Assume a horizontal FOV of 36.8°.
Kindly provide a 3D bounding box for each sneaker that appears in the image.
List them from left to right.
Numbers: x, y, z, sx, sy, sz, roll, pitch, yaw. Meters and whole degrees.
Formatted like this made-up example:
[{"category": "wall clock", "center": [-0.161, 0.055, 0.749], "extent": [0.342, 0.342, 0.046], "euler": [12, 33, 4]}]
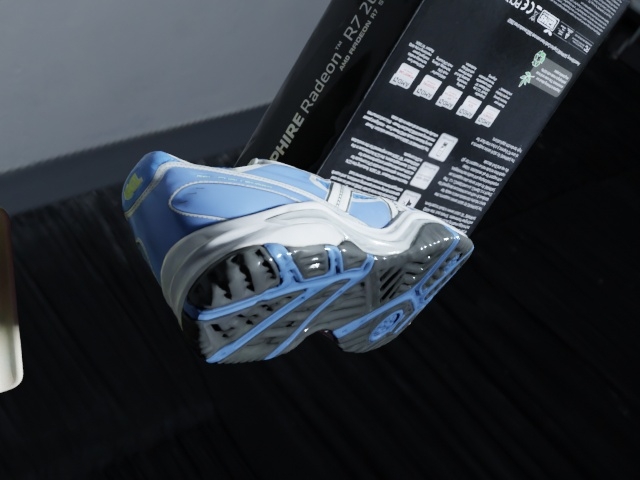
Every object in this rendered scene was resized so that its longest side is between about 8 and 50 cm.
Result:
[{"category": "sneaker", "center": [0.000, 0.000, 0.431], "extent": [0.080, 0.081, 0.211], "euler": [-51, 153, 16]}]

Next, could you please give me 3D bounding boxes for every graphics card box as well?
[{"category": "graphics card box", "center": [0.079, -0.105, 0.807], "extent": [0.232, 0.094, 0.371], "euler": [13, 116, -46]}]

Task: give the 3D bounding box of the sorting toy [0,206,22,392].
[{"category": "sorting toy", "center": [-0.341, 0.084, 0.803], "extent": [0.208, 0.038, 0.193], "euler": [-26, 127, -49]}]
